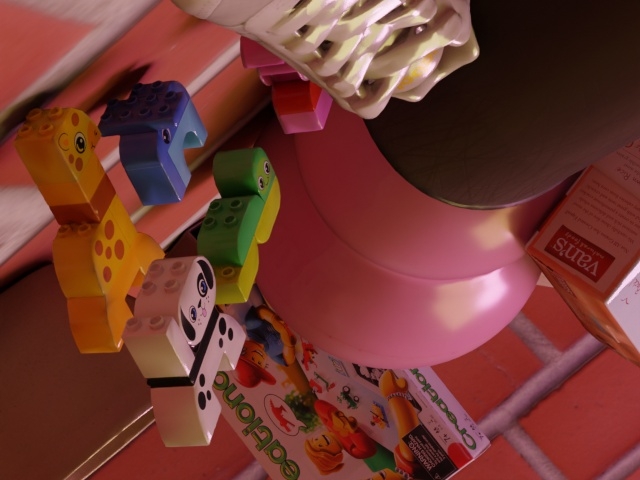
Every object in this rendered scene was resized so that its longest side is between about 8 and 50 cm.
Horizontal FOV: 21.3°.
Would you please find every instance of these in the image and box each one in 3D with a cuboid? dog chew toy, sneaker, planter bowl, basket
[{"bbox_3d":[0.067,-0.053,1.044,0.206,0.206,0.332,-38,168,-26],"label":"dog chew toy"},{"bbox_3d":[0.008,-0.097,0.618,0.087,0.092,0.228,-40,174,16],"label":"sneaker"},{"bbox_3d":[-0.158,0.083,0.995,0.162,0.109,0.162,-40,177,-2],"label":"planter bowl"},{"bbox_3d":[0.141,-0.127,0.728,0.227,0.154,0.204,-22,-149,58],"label":"basket"}]

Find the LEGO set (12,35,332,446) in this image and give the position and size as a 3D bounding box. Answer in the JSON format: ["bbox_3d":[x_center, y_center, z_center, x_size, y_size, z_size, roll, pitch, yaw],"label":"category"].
[{"bbox_3d":[-0.068,-0.032,0.696,0.087,0.093,0.227,-5,-138,22],"label":"LEGO set"}]

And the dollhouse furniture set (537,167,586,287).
[{"bbox_3d":[0.230,-0.140,1.231,0.303,0.174,0.355,-108,-145,-49],"label":"dollhouse furniture set"}]

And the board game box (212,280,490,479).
[{"bbox_3d":[-0.005,0.132,1.629,0.193,0.305,0.053,-42,172,29],"label":"board game box"}]

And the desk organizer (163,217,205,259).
[{"bbox_3d":[-0.066,-0.006,1.376,0.130,0.047,0.050,-37,173,-45],"label":"desk organizer"}]

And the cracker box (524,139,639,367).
[{"bbox_3d":[0.235,-0.043,1.034,0.232,0.067,0.156,-52,150,-4],"label":"cracker box"}]
